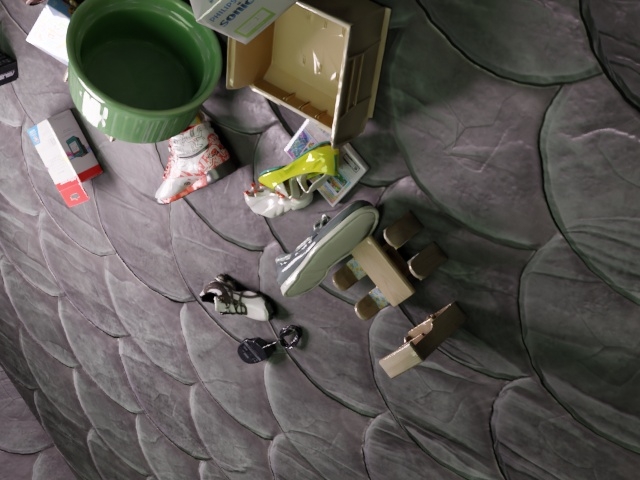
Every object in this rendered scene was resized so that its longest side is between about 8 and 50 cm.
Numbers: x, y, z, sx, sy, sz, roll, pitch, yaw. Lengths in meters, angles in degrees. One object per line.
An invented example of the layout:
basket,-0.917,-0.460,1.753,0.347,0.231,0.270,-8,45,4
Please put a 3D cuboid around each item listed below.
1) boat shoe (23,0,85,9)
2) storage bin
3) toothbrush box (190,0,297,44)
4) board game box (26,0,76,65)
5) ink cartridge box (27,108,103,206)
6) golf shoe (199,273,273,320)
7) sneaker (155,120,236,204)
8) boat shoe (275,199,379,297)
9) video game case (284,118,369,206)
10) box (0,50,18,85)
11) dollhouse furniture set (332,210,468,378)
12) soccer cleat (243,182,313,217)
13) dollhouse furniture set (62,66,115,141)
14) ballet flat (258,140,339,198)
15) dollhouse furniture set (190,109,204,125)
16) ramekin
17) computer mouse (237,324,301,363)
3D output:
boat shoe,-0.551,-0.556,1.940,0.342,0.123,0.123,-8,110,41
storage bin,-0.030,-0.331,1.566,0.262,0.123,0.260,32,135,25
toothbrush box,-0.125,-0.497,1.408,0.206,0.122,0.283,-33,61,29
board game box,-0.540,-0.443,1.990,0.211,0.039,0.160,32,146,-21
ink cartridge box,-0.663,-0.214,2.325,0.134,0.078,0.231,-11,108,49
golf shoe,-0.203,0.156,2.114,0.198,0.094,0.077,22,130,32
sneaker,-0.308,-0.179,1.985,0.270,0.090,0.145,-18,102,46
boat shoe,0.000,0.000,1.782,0.319,0.116,0.099,-47,56,43
video game case,0.010,-0.161,1.730,0.157,0.019,0.143,50,141,5
box,-0.974,-0.452,2.319,0.216,0.270,0.060,34,135,23
dollhouse furniture set,0.137,0.110,1.681,0.242,0.161,0.212,52,141,4
soccer cleat,-0.080,-0.083,1.848,0.196,0.068,0.076,5,135,45
dollhouse furniture set,-0.458,-0.348,1.981,0.184,0.129,0.129,52,141,3
ballet flat,-0.043,-0.125,1.726,0.231,0.077,0.077,-21,81,48
dollhouse furniture set,-0.307,-0.307,1.883,0.152,0.076,0.059,56,151,32
ramekin,-0.360,-0.342,1.763,0.303,0.303,0.148,49,148,7
computer mouse,-0.121,0.246,2.146,0.242,0.041,0.071,-27,105,44
